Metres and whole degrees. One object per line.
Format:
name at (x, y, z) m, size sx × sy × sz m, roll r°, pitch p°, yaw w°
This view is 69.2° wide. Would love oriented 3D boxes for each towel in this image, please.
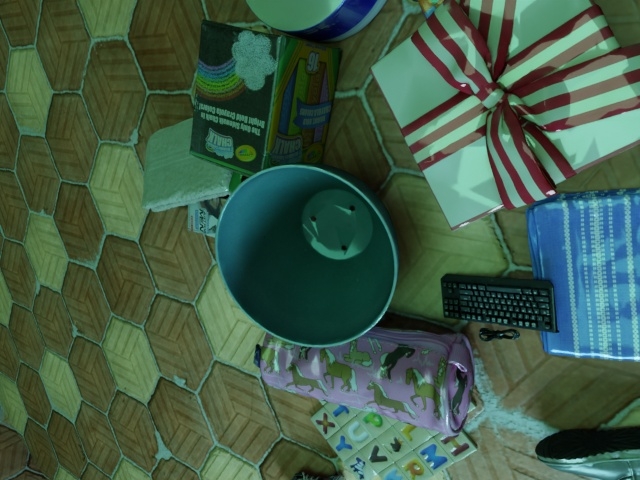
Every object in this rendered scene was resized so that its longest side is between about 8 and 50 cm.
towel at (0.453, 0.048, 0.594) m, size 0.336 × 0.040 × 0.243 m, roll -4°, pitch 100°, yaw 35°
towel at (-0.283, -0.168, 1.004) m, size 0.282 × 0.049 × 0.187 m, roll -6°, pitch 78°, yaw 34°

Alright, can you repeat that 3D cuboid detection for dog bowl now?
dog bowl at (-0.008, -0.465, 0.744) m, size 0.264 × 0.104 × 0.265 m, roll 9°, pitch 107°, yaw 32°

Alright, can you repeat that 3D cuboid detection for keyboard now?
keyboard at (0.271, 0.110, 0.720) m, size 0.180 × 0.023 × 0.108 m, roll 1°, pitch 105°, yaw 47°

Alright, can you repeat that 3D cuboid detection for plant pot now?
plant pot at (0.000, 0.000, 0.777) m, size 0.290 × 0.195 × 0.290 m, roll 7°, pitch 111°, yaw 17°

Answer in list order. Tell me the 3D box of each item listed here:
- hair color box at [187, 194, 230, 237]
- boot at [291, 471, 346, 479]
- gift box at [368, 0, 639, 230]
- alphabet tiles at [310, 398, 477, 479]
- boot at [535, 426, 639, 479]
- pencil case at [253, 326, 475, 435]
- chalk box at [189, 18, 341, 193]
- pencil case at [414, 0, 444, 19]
hair color box at (-0.217, -0.055, 1.017) m, size 0.167 × 0.053 × 0.093 m, roll 13°, pitch 107°, yaw 30°
boot at (-0.023, 0.546, 1.018) m, size 0.086 × 0.069 × 0.190 m, roll 44°, pitch 123°, yaw 15°
gift box at (0.241, -0.186, 0.547) m, size 0.276 × 0.258 × 0.255 m, roll -35°, pitch 81°, yaw 36°
alphabet tiles at (0.122, 0.336, 0.905) m, size 0.285 × 0.011 × 0.342 m, roll 49°, pitch 123°, yaw 16°
boot at (0.441, 0.384, 0.672) m, size 0.189 × 0.076 × 0.209 m, roll -20°, pitch 96°, yaw 38°
pencil case at (0.072, 0.215, 0.810) m, size 0.386 × 0.167 × 0.160 m, roll 4°, pitch 71°, yaw 33°
chalk box at (-0.103, -0.213, 0.827) m, size 0.180 × 0.179 × 0.289 m, roll 24°, pitch 115°, yaw 27°
pencil case at (0.229, -0.376, 0.610) m, size 0.236 × 0.104 × 0.104 m, roll -28°, pitch 85°, yaw 34°
